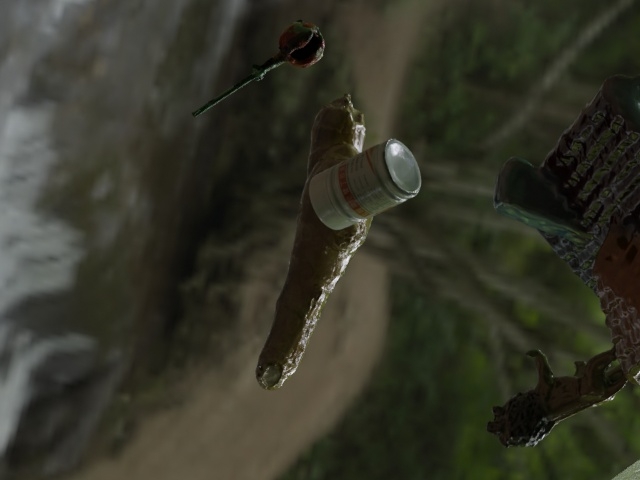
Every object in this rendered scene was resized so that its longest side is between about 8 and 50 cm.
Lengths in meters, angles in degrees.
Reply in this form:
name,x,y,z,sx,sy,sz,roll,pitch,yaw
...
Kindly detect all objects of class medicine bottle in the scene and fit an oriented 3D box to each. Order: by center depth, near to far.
name,x,y,z,sx,sy,sz,roll,pitch,yaw
medicine bottle,0.040,-0.050,1.755,0.089,0.057,0.057,-24,-144,34

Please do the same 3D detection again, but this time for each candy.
name,x,y,z,sx,sy,sz,roll,pitch,yaw
candy,-0.076,-0.200,2.361,0.055,0.184,0.049,57,-3,-11

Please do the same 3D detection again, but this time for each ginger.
name,x,y,z,sx,sy,sz,roll,pitch,yaw
ginger,0.000,0.000,2.055,0.148,0.081,0.334,1,-108,62

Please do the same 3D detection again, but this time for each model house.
name,x,y,z,sx,sy,sz,roll,pitch,yaw
model house,0.323,-0.011,1.659,0.360,0.339,0.297,116,-5,-73

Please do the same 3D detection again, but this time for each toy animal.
name,x,y,z,sx,sy,sz,roll,pitch,yaw
toy animal,0.269,0.141,2.047,0.219,0.069,0.086,-36,-133,22

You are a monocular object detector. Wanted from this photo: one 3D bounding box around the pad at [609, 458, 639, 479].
name,x,y,z,sx,sy,sz,roll,pitch,yaw
pad,0.217,0.245,1.669,0.265,0.009,0.159,-42,157,31
